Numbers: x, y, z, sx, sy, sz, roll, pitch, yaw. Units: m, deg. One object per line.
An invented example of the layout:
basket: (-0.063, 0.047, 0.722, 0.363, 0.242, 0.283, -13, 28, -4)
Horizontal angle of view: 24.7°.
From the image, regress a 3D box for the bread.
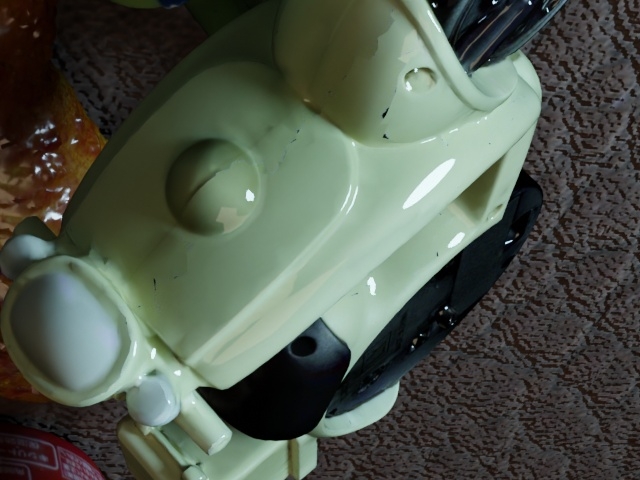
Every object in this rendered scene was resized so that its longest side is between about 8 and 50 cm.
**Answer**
bread: (-0.148, -0.016, 0.666, 0.139, 0.095, 0.269, -19, 141, -10)

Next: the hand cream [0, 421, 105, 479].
hand cream: (-0.224, 0.223, 0.880, 0.230, 0.149, 0.230, -10, 142, -8)

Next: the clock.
clock: (0.000, 0.000, 0.637, 0.276, 0.120, 0.379, -40, 159, -15)

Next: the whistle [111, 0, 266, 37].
whistle: (-0.064, -0.141, 0.546, 0.085, 0.105, 0.227, -4, 148, 23)
